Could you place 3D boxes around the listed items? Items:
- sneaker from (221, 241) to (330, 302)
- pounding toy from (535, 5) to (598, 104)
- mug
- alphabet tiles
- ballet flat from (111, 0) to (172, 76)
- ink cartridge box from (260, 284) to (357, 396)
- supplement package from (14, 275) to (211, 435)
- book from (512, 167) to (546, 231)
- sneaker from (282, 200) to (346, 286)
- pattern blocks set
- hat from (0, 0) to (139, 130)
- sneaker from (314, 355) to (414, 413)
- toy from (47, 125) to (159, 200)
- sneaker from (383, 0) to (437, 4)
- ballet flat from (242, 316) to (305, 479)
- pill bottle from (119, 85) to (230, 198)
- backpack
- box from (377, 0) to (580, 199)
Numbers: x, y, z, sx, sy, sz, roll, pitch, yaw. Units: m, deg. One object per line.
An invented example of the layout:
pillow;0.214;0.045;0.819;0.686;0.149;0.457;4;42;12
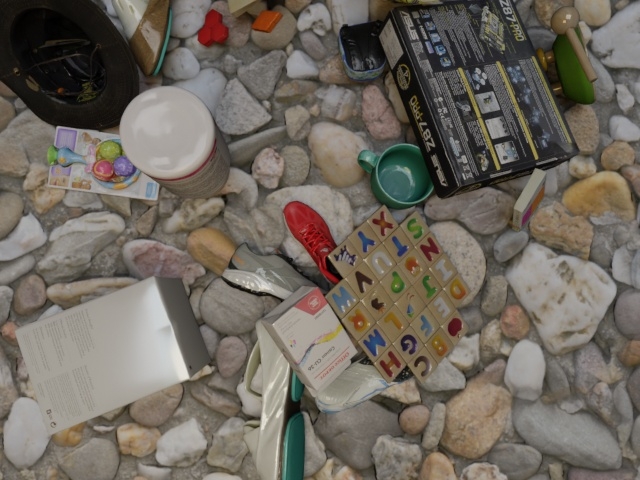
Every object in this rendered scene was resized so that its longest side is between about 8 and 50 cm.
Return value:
sneaker;-0.068;0.082;1.016;0.271;0.100;0.108;20;77;-1
pounding toy;0.517;-0.376;1.045;0.110;0.236;0.183;-15;83;28
mug;0.166;-0.144;1.042;0.129;0.097;0.158;-30;85;-8
alphabet tiles;0.171;0.112;0.997;0.285;0.011;0.343;-41;103;-22
ballet flat;-0.374;-0.532;1.039;0.124;0.116;0.343;19;81;-40
ink cartridge box;-0.010;0.199;0.921;0.115;0.067;0.198;-38;106;-24
supplement package;-0.386;0.209;0.939;0.262;0.198;0.200;-21;85;-4
book;0.443;-0.081;1.026;0.035;0.144;0.096;30;85;25
sneaker;0.000;0.000;1.009;0.087;0.128;0.221;-40;88;-5
pattern blocks set;-0.138;-0.577;1.033;0.324;0.026;0.286;-5;85;29
hat;-0.519;-0.398;0.993;0.330;0.332;0.134;6;46;-2
sneaker;0.097;0.296;1.020;0.237;0.086;0.085;-16;57;-15
toy;-0.470;-0.171;1.043;0.236;0.056;0.137;7;86;-2
sneaker;0.187;-0.530;0.969;0.147;0.385;0.145;34;122;3
ballet flat;-0.095;0.343;0.987;0.139;0.139;0.401;4;80;-2
pill bottle;-0.263;-0.170;0.936;0.160;0.283;0.161;0;84;-2
backpack;0.095;-0.414;1.073;0.104;0.084;0.115;-9;80;-3
box;0.331;-0.315;1.018;0.317;0.097;0.396;-17;81;-17
